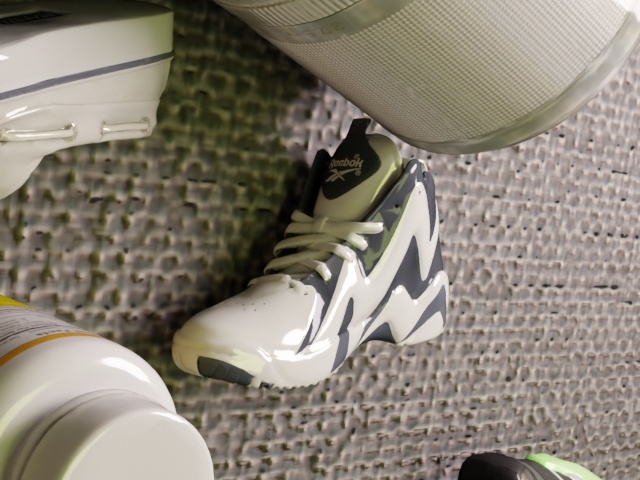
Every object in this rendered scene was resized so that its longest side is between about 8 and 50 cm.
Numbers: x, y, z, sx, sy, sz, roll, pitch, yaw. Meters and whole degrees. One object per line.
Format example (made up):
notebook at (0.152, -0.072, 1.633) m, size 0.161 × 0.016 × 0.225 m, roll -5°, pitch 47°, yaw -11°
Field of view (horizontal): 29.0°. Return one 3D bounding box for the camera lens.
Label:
camera lens at (0.048, -0.191, 0.695) m, size 0.274 × 0.219 × 0.219 m, roll 31°, pitch 78°, yaw -43°

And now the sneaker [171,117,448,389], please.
sneaker at (0.000, 0.000, 0.786) m, size 0.235 × 0.094 × 0.153 m, roll -9°, pitch 105°, yaw -42°

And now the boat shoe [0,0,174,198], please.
boat shoe at (-0.169, -0.063, 0.598) m, size 0.267 × 0.096 × 0.088 m, roll -30°, pitch 129°, yaw -58°

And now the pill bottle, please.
pill bottle at (-0.147, 0.091, 0.584) m, size 0.117 × 0.215 × 0.117 m, roll -12°, pitch 109°, yaw -40°

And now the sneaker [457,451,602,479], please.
sneaker at (0.079, 0.375, 0.916) m, size 0.202 × 0.185 × 0.483 m, roll 37°, pitch 66°, yaw -33°
